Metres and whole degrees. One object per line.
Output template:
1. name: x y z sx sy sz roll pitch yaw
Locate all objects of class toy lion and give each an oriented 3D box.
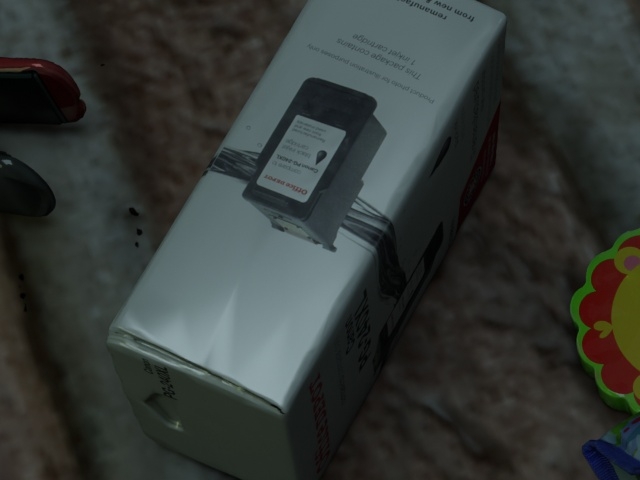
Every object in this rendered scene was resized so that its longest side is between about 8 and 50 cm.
1. toy lion: 0.133 0.015 0.601 0.096 0.034 0.100 -3 64 13

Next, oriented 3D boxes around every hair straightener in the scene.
1. hair straightener: -0.206 -0.030 0.648 0.230 0.047 0.089 6 65 10

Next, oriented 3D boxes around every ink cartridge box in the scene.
1. ink cartridge box: 0.000 0.000 0.576 0.063 0.109 0.150 25 70 13

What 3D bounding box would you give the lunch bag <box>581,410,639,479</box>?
1. lunch bag: 0.173 0.095 0.522 0.129 0.096 0.151 -31 95 -8
